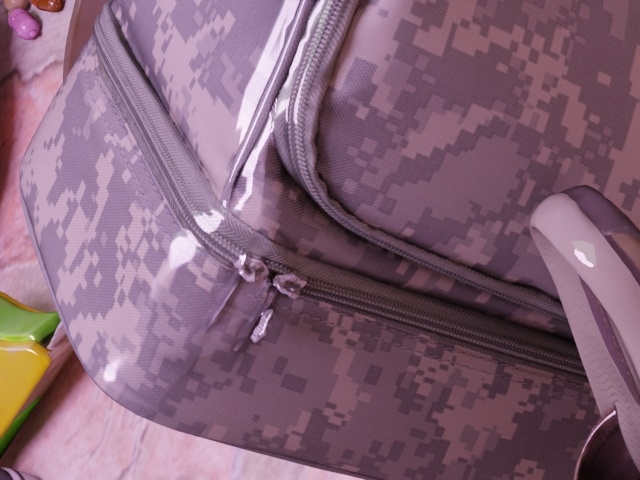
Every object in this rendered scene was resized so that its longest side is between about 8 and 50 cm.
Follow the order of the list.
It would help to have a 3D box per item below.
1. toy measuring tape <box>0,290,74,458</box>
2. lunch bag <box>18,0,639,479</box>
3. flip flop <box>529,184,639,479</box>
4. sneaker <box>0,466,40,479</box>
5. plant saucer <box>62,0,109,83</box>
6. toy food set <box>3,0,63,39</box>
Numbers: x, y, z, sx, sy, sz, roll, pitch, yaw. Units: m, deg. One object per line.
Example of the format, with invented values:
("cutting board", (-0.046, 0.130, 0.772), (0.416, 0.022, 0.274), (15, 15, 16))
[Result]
("toy measuring tape", (-0.221, 0.047, 1.329), (0.330, 0.121, 0.121), (-53, 38, 31))
("lunch bag", (0.049, -0.043, 0.848), (0.256, 0.305, 0.212), (-57, 34, 20))
("flip flop", (0.130, 0.114, 0.747), (0.080, 0.277, 0.112), (-27, 15, -10))
("sneaker", (-0.223, 0.268, 1.233), (0.126, 0.127, 0.321), (-54, 39, 21))
("plant saucer", (-0.091, -0.168, 1.334), (0.278, 0.041, 0.278), (-28, 53, 45))
("toy food set", (-0.226, -0.202, 1.556), (0.122, 0.019, 0.078), (-27, 53, 36))
